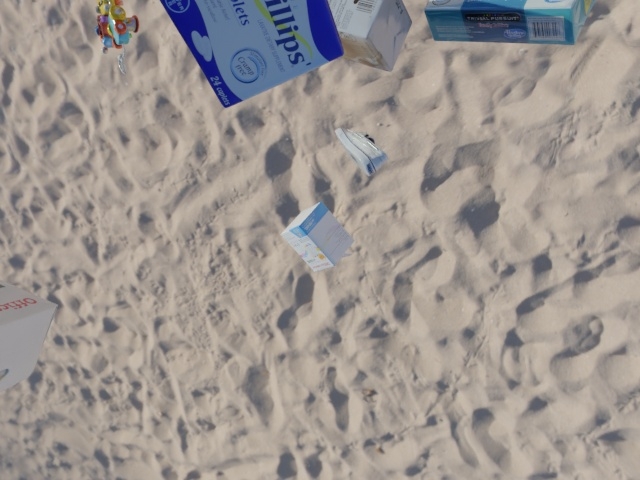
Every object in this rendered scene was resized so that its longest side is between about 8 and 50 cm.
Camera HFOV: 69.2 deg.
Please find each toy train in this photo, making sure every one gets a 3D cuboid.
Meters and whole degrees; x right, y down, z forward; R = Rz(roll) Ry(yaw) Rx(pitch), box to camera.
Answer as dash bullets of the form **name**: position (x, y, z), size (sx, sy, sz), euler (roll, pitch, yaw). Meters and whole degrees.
- **toy train**: position (-0.357, -0.371, 0.818), size (0.166, 0.046, 0.125), euler (49, 145, 33)

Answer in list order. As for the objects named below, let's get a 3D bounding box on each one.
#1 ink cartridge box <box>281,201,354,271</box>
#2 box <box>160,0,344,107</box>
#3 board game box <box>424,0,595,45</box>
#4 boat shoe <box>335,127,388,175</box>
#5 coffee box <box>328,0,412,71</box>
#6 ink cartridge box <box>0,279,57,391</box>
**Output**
- **ink cartridge box**: position (0.000, 0.000, 1.075), size (0.143, 0.090, 0.092), euler (49, 148, -13)
- **box**: position (-0.064, -0.220, 0.444), size (0.137, 0.072, 0.126), euler (-23, 136, 6)
- **board game box**: position (0.375, -0.503, 0.817), size (0.253, 0.336, 0.079), euler (21, 165, 37)
- **boat shoe**: position (0.127, -0.297, 1.451), size (0.088, 0.267, 0.096), euler (-33, 125, 2)
- **coffee box**: position (0.014, -0.389, 0.796), size (0.246, 0.141, 0.098), euler (26, 97, 23)
- **ink cartridge box**: position (-0.402, 0.075, 0.442), size (0.212, 0.154, 0.093), euler (25, 95, 1)
